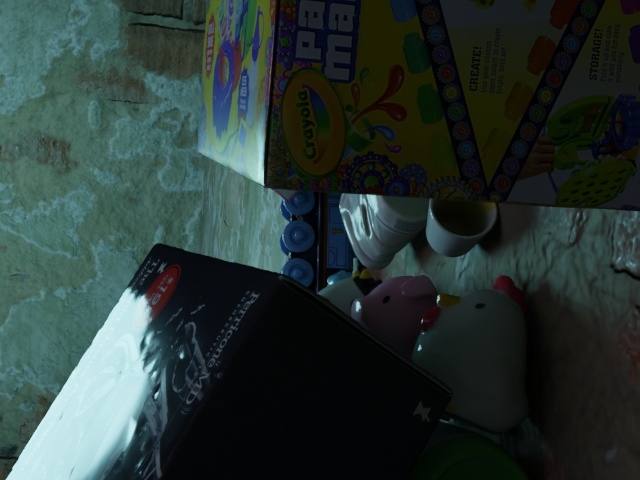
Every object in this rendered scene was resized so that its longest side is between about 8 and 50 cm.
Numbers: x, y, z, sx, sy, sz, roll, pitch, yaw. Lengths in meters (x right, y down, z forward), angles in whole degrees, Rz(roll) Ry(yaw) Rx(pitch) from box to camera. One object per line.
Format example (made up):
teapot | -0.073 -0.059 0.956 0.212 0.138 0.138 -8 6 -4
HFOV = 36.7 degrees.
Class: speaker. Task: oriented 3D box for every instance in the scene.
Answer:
speaker | 0.074 0.220 0.881 0.296 0.131 0.131 173 100 -71

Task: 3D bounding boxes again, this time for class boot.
boot | 0.053 -0.097 1.099 0.123 0.095 0.258 125 145 -51

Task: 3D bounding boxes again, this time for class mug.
mug | 0.132 -0.019 0.897 0.062 0.078 0.064 51 159 18

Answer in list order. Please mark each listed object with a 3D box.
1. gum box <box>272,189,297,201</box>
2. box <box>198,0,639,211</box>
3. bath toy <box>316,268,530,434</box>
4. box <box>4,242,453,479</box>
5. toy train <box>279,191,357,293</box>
gum box | -0.015 -0.139 1.237 0.188 0.062 0.107 -45 21 2
box | 0.073 -0.128 0.679 0.290 0.279 0.177 -147 61 -74
bath toy | 0.082 0.089 0.910 0.129 0.151 0.348 -67 17 -10
box | -0.113 0.196 0.795 0.343 0.179 0.312 -59 25 -11
toy train | 0.000 0.000 1.268 0.080 0.105 0.184 124 148 -79
